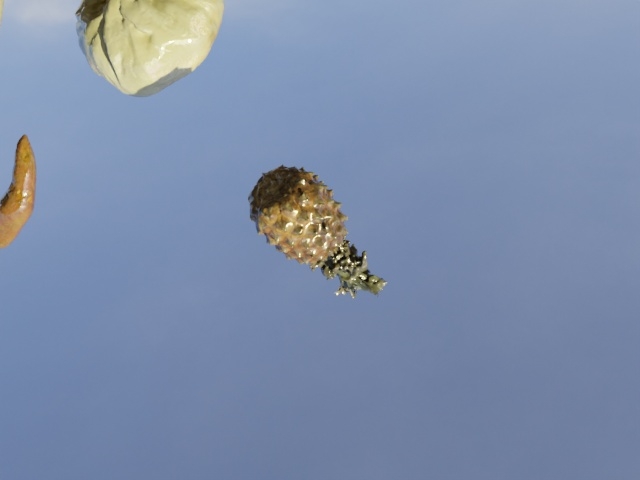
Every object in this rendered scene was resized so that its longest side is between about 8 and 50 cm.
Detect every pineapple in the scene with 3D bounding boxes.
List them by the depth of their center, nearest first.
[{"bbox_3d":[0.000,0.000,1.345,0.175,0.361,0.175,-19,-133,22],"label":"pineapple"}]

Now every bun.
[{"bbox_3d":[-0.402,-0.521,1.505,0.365,0.219,0.365,-10,-120,18],"label":"bun"}]

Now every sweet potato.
[{"bbox_3d":[-0.525,-0.058,1.128,0.078,0.255,0.058,49,-148,21],"label":"sweet potato"}]

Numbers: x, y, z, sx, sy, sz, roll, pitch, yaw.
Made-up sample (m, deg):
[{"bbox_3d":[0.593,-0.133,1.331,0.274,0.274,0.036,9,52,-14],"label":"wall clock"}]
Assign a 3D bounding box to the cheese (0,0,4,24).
[{"bbox_3d":[-0.344,-0.244,0.570,0.093,0.159,0.263,-10,-116,23],"label":"cheese"}]
